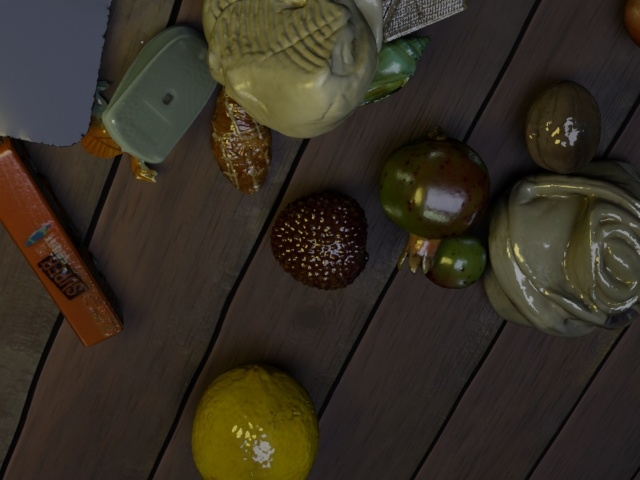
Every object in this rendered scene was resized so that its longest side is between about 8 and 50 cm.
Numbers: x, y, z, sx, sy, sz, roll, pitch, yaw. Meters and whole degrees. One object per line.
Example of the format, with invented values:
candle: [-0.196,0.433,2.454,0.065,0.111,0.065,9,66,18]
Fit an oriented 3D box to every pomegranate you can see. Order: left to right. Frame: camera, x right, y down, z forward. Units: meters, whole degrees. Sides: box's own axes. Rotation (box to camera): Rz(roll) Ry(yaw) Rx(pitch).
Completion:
pomegranate: [0.184,-0.067,1.479,0.198,0.198,0.246,35,87,-27]
pomegranate: [0.242,0.012,1.591,0.129,0.129,0.159,-15,96,-6]

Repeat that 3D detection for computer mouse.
computer mouse: [-0.246,-0.231,1.329,0.128,0.079,0.231,46,72,-35]

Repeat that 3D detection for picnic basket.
picnic basket: [0.142,-0.388,1.352,0.164,0.115,0.079,-23,118,-2]

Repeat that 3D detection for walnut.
walnut: [0.429,-0.200,1.510,0.140,0.140,0.162,-19,114,-4]

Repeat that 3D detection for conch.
conch: [0.100,-0.281,1.423,0.201,0.079,0.095,-32,135,23]

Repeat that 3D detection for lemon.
lemon: [-0.123,0.368,1.612,0.267,0.267,0.267,-6,118,-11]

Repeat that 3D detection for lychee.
lychee: [0.000,0.000,1.491,0.188,0.188,0.188,-6,118,-11]

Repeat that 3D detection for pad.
pad: [-0.414,-0.336,1.286,0.315,0.063,0.375,11,102,-18]

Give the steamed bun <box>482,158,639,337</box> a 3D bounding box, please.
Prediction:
steamed bun: [0.501,0.030,1.587,0.368,0.255,0.342,-20,118,-5]

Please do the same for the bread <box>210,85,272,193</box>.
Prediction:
bread: [-0.132,-0.174,1.420,0.105,0.076,0.233,-9,117,-12]

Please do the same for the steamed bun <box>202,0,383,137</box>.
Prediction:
steamed bun: [-0.028,-0.284,1.272,0.276,0.289,0.203,-52,150,-12]

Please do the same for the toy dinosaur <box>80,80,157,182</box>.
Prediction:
toy dinosaur: [-0.354,-0.183,1.381,0.212,0.057,0.142,20,130,-2]

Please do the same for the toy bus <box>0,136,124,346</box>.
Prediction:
toy bus: [-0.452,-0.001,1.419,0.093,0.092,0.408,-26,122,-3]

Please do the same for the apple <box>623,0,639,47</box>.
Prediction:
apple: [0.614,-0.391,1.434,0.199,0.199,0.199,-6,118,-11]
